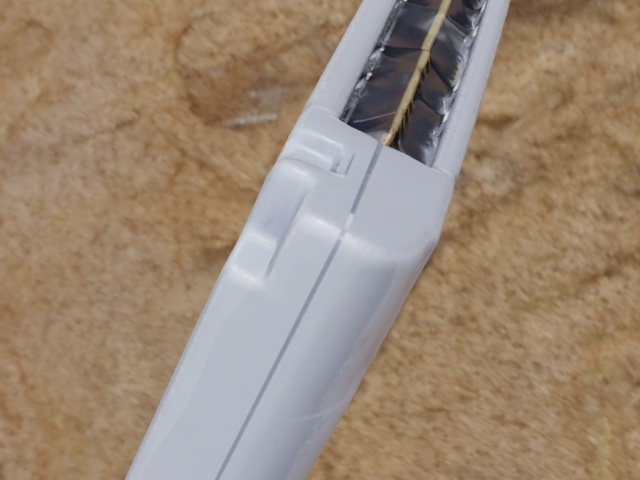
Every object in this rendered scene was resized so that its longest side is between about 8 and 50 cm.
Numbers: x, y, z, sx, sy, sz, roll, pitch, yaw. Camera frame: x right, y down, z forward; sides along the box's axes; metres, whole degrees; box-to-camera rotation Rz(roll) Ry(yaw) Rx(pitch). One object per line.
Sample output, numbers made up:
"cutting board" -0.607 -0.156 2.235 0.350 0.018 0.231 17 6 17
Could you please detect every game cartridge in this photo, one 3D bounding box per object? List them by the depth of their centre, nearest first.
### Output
"game cartridge" 0.000 0.000 0.524 0.060 0.294 0.196 29 123 -3
